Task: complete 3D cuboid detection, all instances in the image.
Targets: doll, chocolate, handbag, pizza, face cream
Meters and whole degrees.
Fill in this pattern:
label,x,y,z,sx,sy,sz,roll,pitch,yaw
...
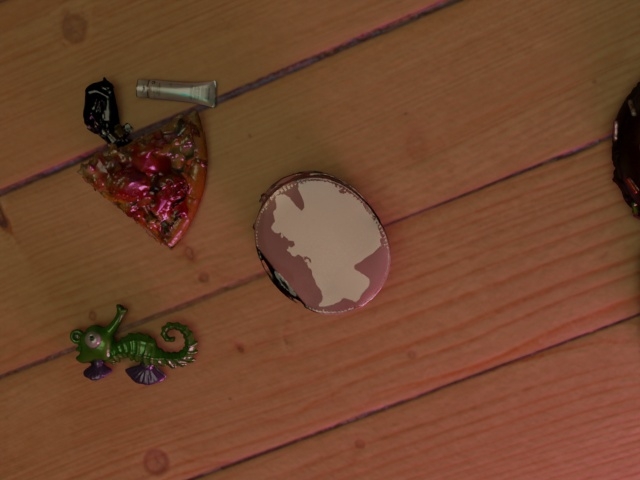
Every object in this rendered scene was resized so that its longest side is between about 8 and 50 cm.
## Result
label,x,y,z,sx,sy,sz,roll,pitch,yaw
doll,-0.270,0.152,1.706,0.190,0.050,0.115,6,105,4
chocolate,-0.287,-0.154,1.668,0.072,0.070,0.147,-31,83,20
handbag,0.000,0.000,1.618,0.179,0.116,0.205,-39,92,11
pizza,-0.236,-0.076,1.614,0.053,0.193,0.201,27,117,48
face cream,-0.203,-0.211,1.662,0.115,0.020,0.038,5,97,5

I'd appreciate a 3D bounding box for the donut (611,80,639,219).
label,x,y,z,sx,sy,sz,roll,pitch,yaw
donut,0.516,-0.121,1.548,0.270,0.103,0.269,1,99,5
